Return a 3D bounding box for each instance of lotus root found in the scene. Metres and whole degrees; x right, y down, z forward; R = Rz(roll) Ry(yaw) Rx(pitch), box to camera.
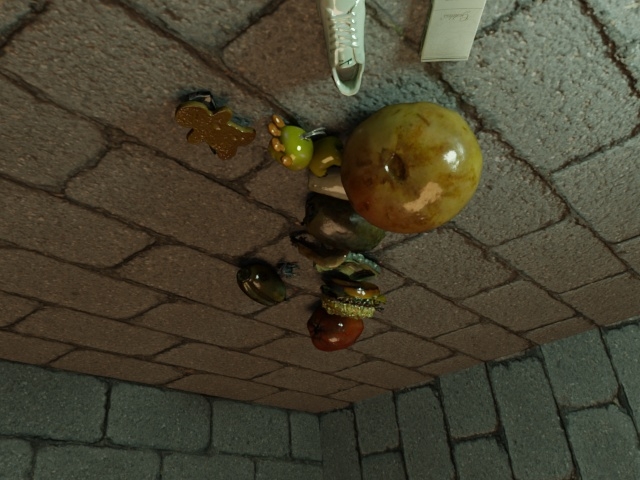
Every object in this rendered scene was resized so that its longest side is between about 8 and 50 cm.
[{"bbox_3d":[-0.213,0.158,2.085,0.124,0.122,0.241,-29,140,13],"label":"lotus root"},{"bbox_3d":[0.081,-0.052,1.747,0.275,0.151,0.160,12,138,-32],"label":"lotus root"}]

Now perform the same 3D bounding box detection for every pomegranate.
[{"bbox_3d":[0.221,-0.181,1.420,0.339,0.337,0.338,-5,150,-3],"label":"pomegranate"}]

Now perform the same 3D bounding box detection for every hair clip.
[{"bbox_3d":[0.094,0.072,2.035,0.139,0.091,0.321,-22,157,26],"label":"hair clip"}]

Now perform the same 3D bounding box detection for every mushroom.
[{"bbox_3d":[0.126,-0.145,1.657,0.352,0.094,0.123,11,163,-25],"label":"mushroom"}]

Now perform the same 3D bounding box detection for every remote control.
[{"bbox_3d":[-0.264,-0.281,1.401,0.059,0.028,0.212,-8,150,4],"label":"remote control"}]

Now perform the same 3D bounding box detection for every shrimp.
[{"bbox_3d":[0.000,0.000,1.871,0.220,0.152,0.046,24,169,29],"label":"shrimp"}]

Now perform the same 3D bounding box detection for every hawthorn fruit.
[{"bbox_3d":[0.081,0.364,2.433,0.263,0.210,0.210,7,149,-39],"label":"hawthorn fruit"}]

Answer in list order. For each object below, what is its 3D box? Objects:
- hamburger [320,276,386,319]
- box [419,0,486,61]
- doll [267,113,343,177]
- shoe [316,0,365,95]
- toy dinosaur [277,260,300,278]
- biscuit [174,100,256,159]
[{"bbox_3d":[0.117,0.221,2.167,0.244,0.138,0.262,8,-174,-18],"label":"hamburger"},{"bbox_3d":[0.276,-0.458,1.202,0.109,0.029,0.198,-4,149,-5],"label":"box"},{"bbox_3d":[-0.048,-0.228,1.439,0.135,0.142,0.221,-27,152,34],"label":"doll"},{"bbox_3d":[0.051,-0.408,1.166,0.095,0.110,0.265,-8,153,5],"label":"shoe"},{"bbox_3d":[-0.117,0.108,2.092,0.080,0.045,0.197,-4,160,7],"label":"toy dinosaur"},{"bbox_3d":[-0.255,-0.269,1.364,0.138,0.031,0.205,-33,144,26],"label":"biscuit"}]
